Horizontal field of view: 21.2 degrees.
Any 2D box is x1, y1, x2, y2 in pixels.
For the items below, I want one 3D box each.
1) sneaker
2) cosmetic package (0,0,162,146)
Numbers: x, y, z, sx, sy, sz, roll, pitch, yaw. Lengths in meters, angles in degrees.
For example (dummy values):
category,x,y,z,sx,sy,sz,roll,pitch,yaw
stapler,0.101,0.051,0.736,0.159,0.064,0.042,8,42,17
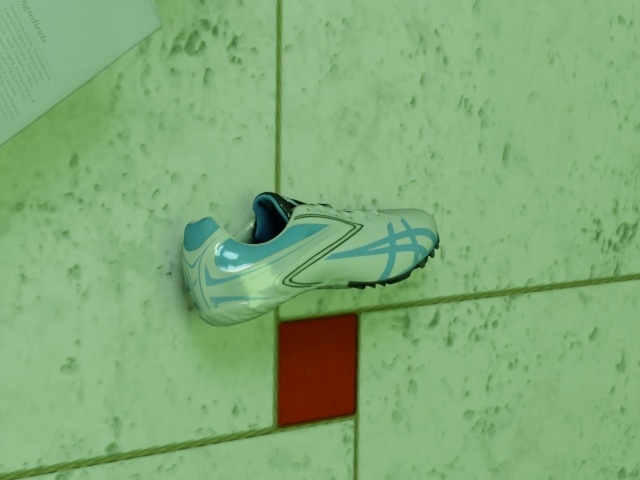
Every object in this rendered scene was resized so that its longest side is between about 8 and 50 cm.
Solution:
category,x,y,z,sx,sy,sz,roll,pitch,yaw
sneaker,0.000,0.000,1.253,0.237,0.085,0.086,-14,97,-43
cosmetic package,-0.218,-0.104,1.023,0.231,0.117,0.085,-40,120,-30
